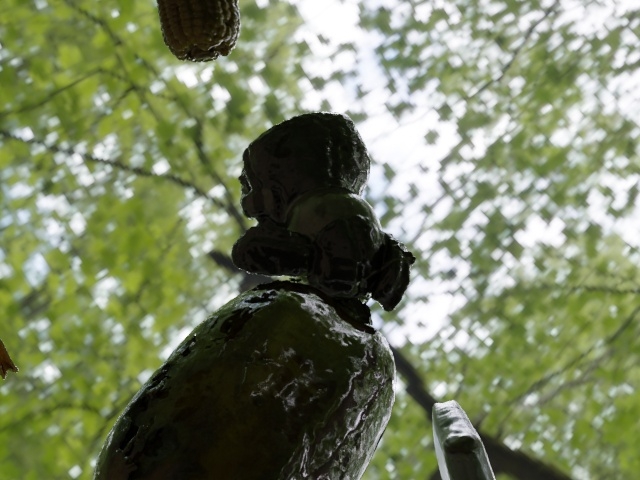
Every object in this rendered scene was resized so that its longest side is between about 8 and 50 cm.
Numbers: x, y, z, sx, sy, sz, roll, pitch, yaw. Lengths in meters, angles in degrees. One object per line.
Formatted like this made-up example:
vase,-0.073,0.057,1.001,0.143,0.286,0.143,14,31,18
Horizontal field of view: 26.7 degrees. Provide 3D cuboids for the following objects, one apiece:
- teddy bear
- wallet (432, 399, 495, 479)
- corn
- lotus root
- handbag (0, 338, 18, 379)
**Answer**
teddy bear,-0.014,-0.011,1.381,0.171,0.251,0.144,2,-41,-15
wallet,0.220,0.398,1.811,0.083,0.252,0.360,-18,-80,-2
corn,-0.129,-0.284,1.322,0.080,0.080,0.231,-22,-107,42
lotus root,-0.052,0.158,1.139,0.196,0.397,0.179,48,-56,-3
handbag,-0.406,0.133,1.676,0.083,0.027,0.061,24,-42,57
